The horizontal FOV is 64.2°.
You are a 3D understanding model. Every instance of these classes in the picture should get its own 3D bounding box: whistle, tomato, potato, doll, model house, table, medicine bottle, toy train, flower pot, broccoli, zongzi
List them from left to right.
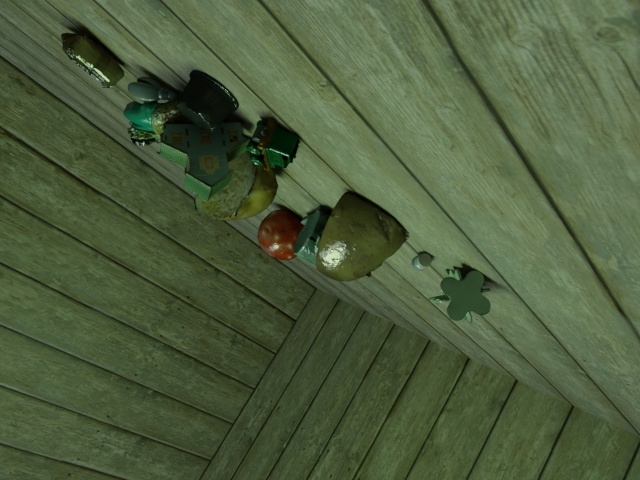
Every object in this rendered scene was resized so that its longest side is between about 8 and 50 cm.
[{"bbox_3d":[-0.745,-0.593,1.651,0.197,0.099,0.194,36,175,45],"label":"zongzi"},{"bbox_3d":[-0.504,-0.422,1.665,0.258,0.153,0.195,16,152,-5],"label":"doll"},{"bbox_3d":[-0.561,-0.403,1.922,0.304,0.165,0.145,22,141,-19],"label":"broccoli"},{"bbox_3d":[-0.318,-0.372,1.397,0.157,0.107,0.157,32,171,6],"label":"flower pot"},{"bbox_3d":[-0.338,-0.228,1.507,0.270,0.207,0.178,-6,167,-22],"label":"model house"},{"bbox_3d":[-0.252,-0.190,1.741,0.288,0.301,0.237,40,-162,33],"label":"potato"},{"bbox_3d":[-0.127,-0.257,1.424,0.136,0.091,0.228,21,168,5],"label":"toy train"},{"bbox_3d":[-0.163,-0.023,2.264,0.232,0.232,0.188,36,147,-21],"label":"tomato"},{"bbox_3d":[0.015,-0.028,1.953,0.168,0.188,0.405,30,-156,-15],"label":"whistle"},{"bbox_3d":[0.109,0.020,1.576,0.211,0.264,0.189,34,180,20],"label":"potato"},{"bbox_3d":[0.336,0.072,1.694,0.052,0.052,0.089,31,169,2],"label":"medicine bottle"},{"bbox_3d":[0.438,0.172,1.626,0.166,0.167,0.198,31,178,3],"label":"table"}]

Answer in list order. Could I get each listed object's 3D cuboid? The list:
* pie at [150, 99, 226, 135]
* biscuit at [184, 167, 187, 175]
[{"bbox_3d":[-0.402,-0.355,1.574,0.240,0.054,0.240,-2,157,-1],"label":"pie"},{"bbox_3d":[-0.397,-0.252,1.848,0.037,0.262,0.262,-8,150,26],"label":"biscuit"}]
